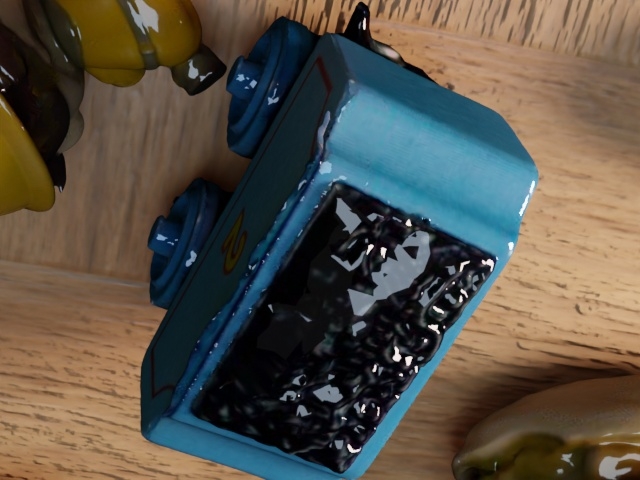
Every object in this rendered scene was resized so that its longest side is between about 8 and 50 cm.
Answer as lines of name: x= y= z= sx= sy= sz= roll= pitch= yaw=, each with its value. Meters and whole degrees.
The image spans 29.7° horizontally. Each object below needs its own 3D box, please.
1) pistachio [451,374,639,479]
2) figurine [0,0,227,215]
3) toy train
pistachio: x=0.257 y=0.202 z=1.024 sx=0.288 sy=0.166 sz=0.197 roll=-6 pitch=156 yaw=12
figurine: x=-0.206 y=-0.119 z=0.812 sx=0.257 sy=0.167 sz=0.192 roll=-30 pitch=101 yaw=6
toy train: x=0.000 y=0.000 z=0.833 sx=0.188 sy=0.265 sz=0.300 roll=23 pitch=113 yaw=-19
